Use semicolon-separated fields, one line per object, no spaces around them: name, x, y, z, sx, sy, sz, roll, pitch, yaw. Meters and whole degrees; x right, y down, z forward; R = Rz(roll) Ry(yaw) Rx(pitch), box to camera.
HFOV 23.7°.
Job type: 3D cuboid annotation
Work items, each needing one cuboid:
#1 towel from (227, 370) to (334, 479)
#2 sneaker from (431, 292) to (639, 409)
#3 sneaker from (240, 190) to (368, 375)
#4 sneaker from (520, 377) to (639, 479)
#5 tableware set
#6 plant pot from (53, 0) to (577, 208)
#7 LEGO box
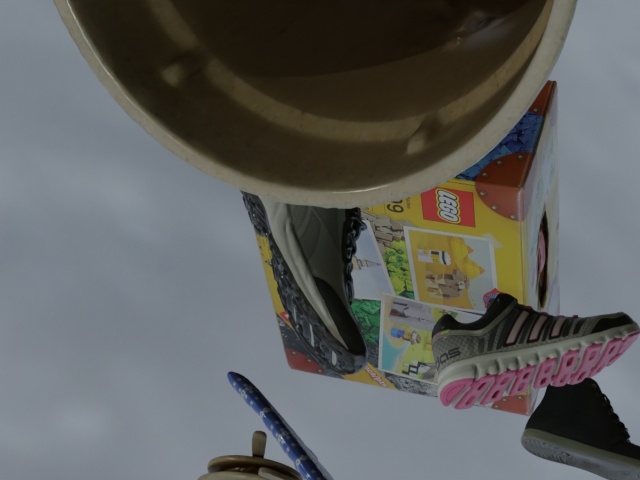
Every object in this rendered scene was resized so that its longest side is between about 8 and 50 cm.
towel;0.027;0.301;1.601;0.336;0.040;0.243;48;174;38
sneaker;0.158;0.071;1.151;0.170;0.063;0.074;-13;-121;-15
sneaker;0.000;0.000;1.420;0.108;0.100;0.271;-15;-122;-8
sneaker;0.390;0.251;2.042;0.222;0.083;0.118;17;-116;20
tableware set;-0.009;0.202;1.203;0.194;0.128;0.039;28;-123;-32
plant pot;0.043;-0.230;0.940;0.334;0.334;0.305;40;-145;5
LEGO box;0.122;-0.005;2.059;0.373;0.500;0.193;10;-126;17
